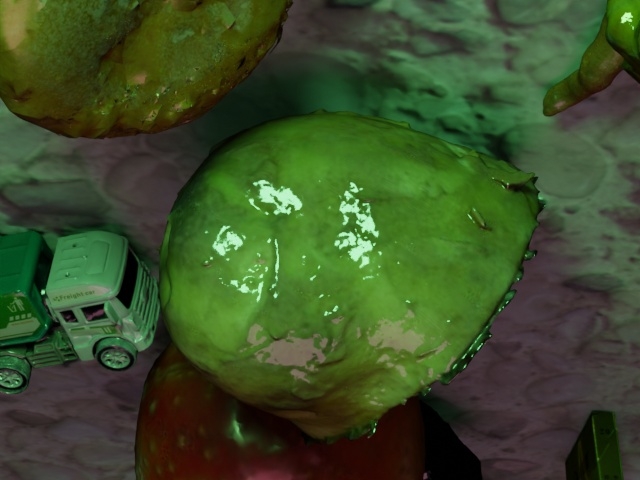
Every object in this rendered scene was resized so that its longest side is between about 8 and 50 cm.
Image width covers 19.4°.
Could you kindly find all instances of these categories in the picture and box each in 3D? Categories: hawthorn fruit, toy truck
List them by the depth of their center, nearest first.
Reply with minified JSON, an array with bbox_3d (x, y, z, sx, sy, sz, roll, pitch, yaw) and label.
[{"bbox_3d":[-0.281,0.064,1.727,0.253,0.114,0.124,-12,133,16],"label":"toy truck"},{"bbox_3d":[-0.050,0.167,1.765,0.287,0.287,0.330,-8,130,12],"label":"hawthorn fruit"}]

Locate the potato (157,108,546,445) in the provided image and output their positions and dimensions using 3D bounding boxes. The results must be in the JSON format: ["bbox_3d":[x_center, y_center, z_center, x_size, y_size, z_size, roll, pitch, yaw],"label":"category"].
[{"bbox_3d":[0.000,0.000,1.530,0.237,0.289,0.301,40,133,-15],"label":"potato"}]

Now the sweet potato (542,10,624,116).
[{"bbox_3d":[0.223,-0.147,1.471,0.044,0.044,0.179,9,144,-13],"label":"sweet potato"}]

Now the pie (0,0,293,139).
[{"bbox_3d":[-0.128,-0.182,1.316,0.273,0.069,0.273,-22,134,-24],"label":"pie"}]

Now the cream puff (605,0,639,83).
[{"bbox_3d":[0.343,-0.149,1.324,0.282,0.185,0.282,30,-179,-1],"label":"cream puff"}]

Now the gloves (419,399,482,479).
[{"bbox_3d":[0.018,0.259,1.997,0.197,0.152,0.301,48,143,-15],"label":"gloves"}]

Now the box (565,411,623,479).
[{"bbox_3d":[0.296,0.294,1.983,0.030,0.193,0.121,2,145,-8],"label":"box"}]
